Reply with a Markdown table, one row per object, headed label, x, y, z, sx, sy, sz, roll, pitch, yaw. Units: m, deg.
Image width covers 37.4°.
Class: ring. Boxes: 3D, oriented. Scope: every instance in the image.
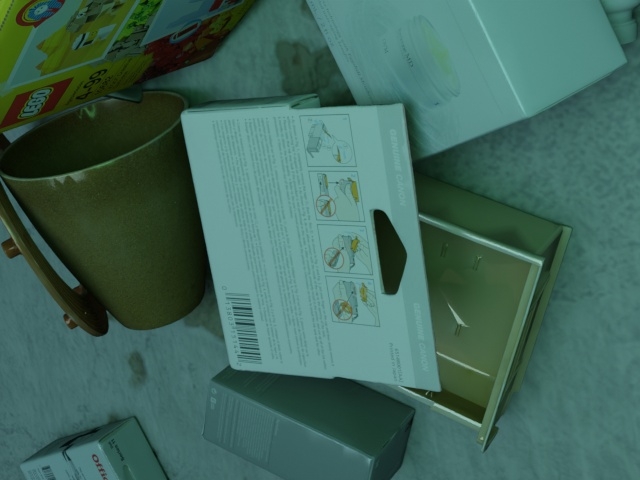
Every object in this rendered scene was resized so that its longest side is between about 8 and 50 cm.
| label | x | y | z | sx | sy | sz | roll | pitch | yaw |
| --- | --- | --- | --- | --- | --- | --- | --- | --- | --- |
| ring | -0.370 | -0.018 | 1.208 | 0.032 | 0.336 | 0.336 | -29 | 94 | -4 |

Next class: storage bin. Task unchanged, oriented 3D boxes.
| label | x | y | z | sx | sy | sz | roll | pitch | yaw |
| --- | --- | --- | --- | --- | --- | --- | --- | --- | --- |
| storage bin | 0.106 | 0.066 | 1.050 | 0.262 | 0.123 | 0.260 | 22 | 119 | 21 |

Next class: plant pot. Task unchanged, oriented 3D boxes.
| label | x | y | z | sx | sy | sz | roll | pitch | yaw |
| --- | --- | --- | --- | --- | --- | --- | --- | --- | --- |
| plant pot | -0.241 | -0.023 | 1.177 | 0.237 | 0.237 | 0.254 | 3 | 123 | 30 |

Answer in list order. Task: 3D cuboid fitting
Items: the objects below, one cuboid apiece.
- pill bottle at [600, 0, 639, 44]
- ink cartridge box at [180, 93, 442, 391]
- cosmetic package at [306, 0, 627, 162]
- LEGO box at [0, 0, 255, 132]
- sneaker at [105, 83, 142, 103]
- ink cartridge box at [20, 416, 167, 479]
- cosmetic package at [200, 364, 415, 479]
| label | x | y | z | sx | sy | sz | roll | pitch | yaw |
| --- | --- | --- | --- | --- | --- | --- | --- | --- | --- |
| pill bottle | 0.248 | -0.254 | 0.855 | 0.086 | 0.086 | 0.152 | 1 | 110 | 31 |
| ink cartridge box | 0.000 | 0.000 | 0.971 | 0.261 | 0.066 | 0.296 | 2 | 111 | 31 |
| cosmetic package | 0.118 | -0.208 | 0.869 | 0.225 | 0.138 | 0.224 | -18 | 100 | 62 |
| LEGO box | -0.169 | -0.327 | 0.838 | 0.193 | 0.372 | 0.500 | 56 | 139 | 4 |
| sneaker | -0.348 | -0.270 | 1.205 | 0.331 | 0.122 | 0.146 | 14 | 98 | 27 |
| ink cartridge box | -0.346 | 0.375 | 1.471 | 0.208 | 0.087 | 0.153 | -21 | 97 | 36 |
| cosmetic package | -0.016 | 0.231 | 1.190 | 0.238 | 0.127 | 0.107 | 25 | 120 | 23 |
